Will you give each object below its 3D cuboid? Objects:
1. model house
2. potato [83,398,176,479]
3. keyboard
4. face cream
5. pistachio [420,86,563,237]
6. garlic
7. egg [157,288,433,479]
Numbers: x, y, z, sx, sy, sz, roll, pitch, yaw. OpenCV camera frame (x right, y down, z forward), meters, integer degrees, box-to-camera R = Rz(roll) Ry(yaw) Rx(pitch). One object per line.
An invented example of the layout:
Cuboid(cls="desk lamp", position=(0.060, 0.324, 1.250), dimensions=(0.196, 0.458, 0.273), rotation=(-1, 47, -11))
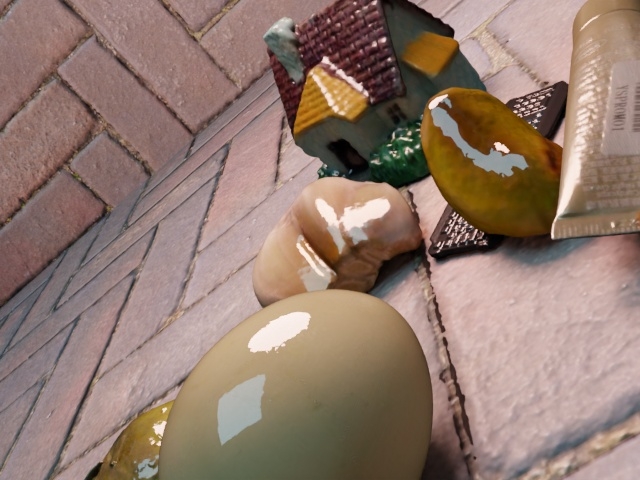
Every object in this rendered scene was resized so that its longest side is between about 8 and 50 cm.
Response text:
Cuboid(cls="model house", position=(0.047, -0.227, 1.013), dimensions=(0.280, 0.249, 0.230), rotation=(-15, 36, 52))
Cuboid(cls="potato", position=(-0.152, 0.253, 0.629), dimensions=(0.248, 0.143, 0.169), rotation=(-52, -3, -6))
Cuboid(cls="keyboard", position=(0.200, -0.083, 0.792), dimensions=(0.106, 0.016, 0.262), rotation=(-15, 35, 51))
Cuboid(cls="face cream", position=(0.276, -0.119, 0.640), dimensions=(0.137, 0.084, 0.341), rotation=(-4, 40, 20))
Cuboid(cls="pistachio", position=(0.169, -0.068, 0.689), dimensions=(0.189, 0.100, 0.110), rotation=(48, 111, 31))
Cuboid(cls="garlic", position=(0.000, 0.000, 0.880), dimensions=(0.217, 0.110, 0.228), rotation=(-46, 21, 5))
Cuboid(cls="egg", position=(-0.012, 0.141, 0.531), dimensions=(0.186, 0.186, 0.241), rotation=(-18, 24, 49))
